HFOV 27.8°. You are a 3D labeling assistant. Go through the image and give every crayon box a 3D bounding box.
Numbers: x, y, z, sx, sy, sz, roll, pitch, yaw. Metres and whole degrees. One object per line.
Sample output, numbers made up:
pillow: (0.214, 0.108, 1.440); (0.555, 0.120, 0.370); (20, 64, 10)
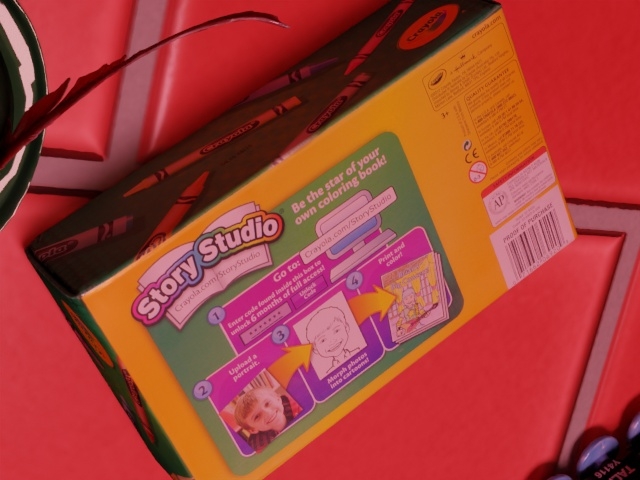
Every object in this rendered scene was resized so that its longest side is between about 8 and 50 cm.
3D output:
crayon box: (0.000, 0.000, 0.721); (0.278, 0.081, 0.165); (-35, 124, -16)

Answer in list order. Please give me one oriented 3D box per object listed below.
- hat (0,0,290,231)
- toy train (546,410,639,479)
hat: (-0.163, -0.039, 0.535); (0.173, 0.183, 0.208); (17, 100, -36)
toy train: (0.226, 0.198, 0.955); (0.184, 0.080, 0.105); (-31, 132, -21)
